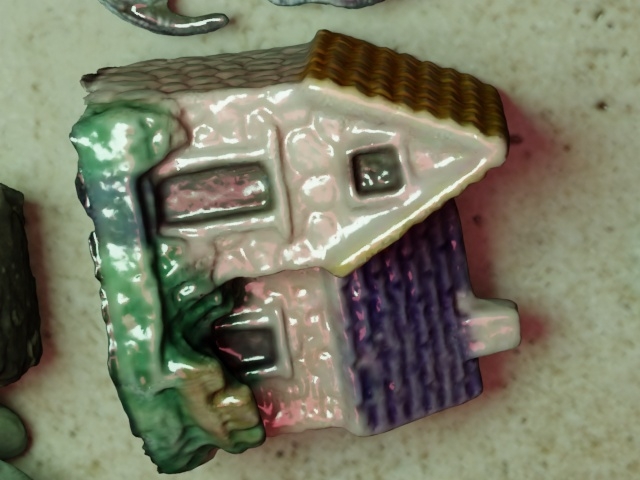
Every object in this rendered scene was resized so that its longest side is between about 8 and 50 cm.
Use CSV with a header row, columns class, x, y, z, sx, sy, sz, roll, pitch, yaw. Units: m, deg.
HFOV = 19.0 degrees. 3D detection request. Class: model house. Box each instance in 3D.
class,x,y,z,sx,sy,sz,roll,pitch,yaw
model house,0.000,0.000,1.111,0.237,0.202,0.237,-9,98,4

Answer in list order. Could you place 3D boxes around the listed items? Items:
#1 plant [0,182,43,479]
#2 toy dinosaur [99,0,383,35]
class,x,y,z,sx,sy,sz,roll,pitch,yaw
plant,-0.238,0.098,1.165,0.146,0.149,0.275,-5,96,18
toy dinosaur,-0.011,-0.217,1.148,0.294,0.077,0.162,-6,103,17
